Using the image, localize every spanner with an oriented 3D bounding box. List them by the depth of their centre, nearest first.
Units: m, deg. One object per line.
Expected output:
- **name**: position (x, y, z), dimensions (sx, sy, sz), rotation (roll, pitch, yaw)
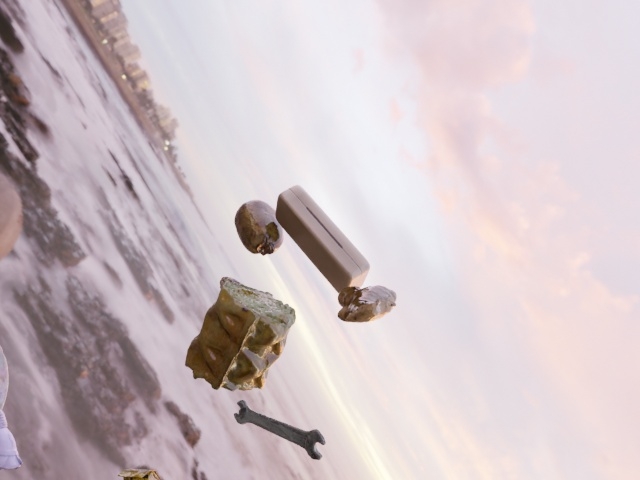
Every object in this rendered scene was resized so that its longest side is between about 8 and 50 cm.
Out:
- **spanner**: position (-0.102, 0.437, 1.420), dimensions (0.302, 0.017, 0.071), rotation (9, -81, 42)

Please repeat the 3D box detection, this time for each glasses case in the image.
- **glasses case**: position (0.000, 0.000, 1.736), dimensions (0.336, 0.076, 0.144), rotation (49, -26, 18)

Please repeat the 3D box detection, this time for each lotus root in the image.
- **lotus root**: position (-0.192, -0.049, 1.890), dimensions (0.128, 0.145, 0.260), rotation (-63, -152, 29)

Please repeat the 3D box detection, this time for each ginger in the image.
- **ginger**: position (0.105, 0.151, 1.410), dimensions (0.333, 0.147, 0.081), rotation (-39, 129, -83)

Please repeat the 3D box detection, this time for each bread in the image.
- **bread**: position (-0.208, 0.258, 1.611), dimensions (0.238, 0.252, 0.196), rotation (14, 17, -24)

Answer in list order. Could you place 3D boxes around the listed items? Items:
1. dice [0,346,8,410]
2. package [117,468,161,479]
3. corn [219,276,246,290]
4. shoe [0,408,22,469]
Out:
- **dice**: position (-1.092, 0.407, 1.641), dimensions (0.330, 0.348, 0.328), rotation (-90, 176, -55)
- **package**: position (-0.456, 0.608, 1.542), dimensions (0.047, 0.071, 0.131), rotation (-83, 165, -45)
- **corn**: position (-0.236, 0.198, 1.951), dimensions (0.253, 0.086, 0.086), rotation (32, -22, 31)
- **shoe**: position (-0.713, 0.457, 1.198), dimensions (0.137, 0.245, 0.095), rotation (48, -14, 17)
